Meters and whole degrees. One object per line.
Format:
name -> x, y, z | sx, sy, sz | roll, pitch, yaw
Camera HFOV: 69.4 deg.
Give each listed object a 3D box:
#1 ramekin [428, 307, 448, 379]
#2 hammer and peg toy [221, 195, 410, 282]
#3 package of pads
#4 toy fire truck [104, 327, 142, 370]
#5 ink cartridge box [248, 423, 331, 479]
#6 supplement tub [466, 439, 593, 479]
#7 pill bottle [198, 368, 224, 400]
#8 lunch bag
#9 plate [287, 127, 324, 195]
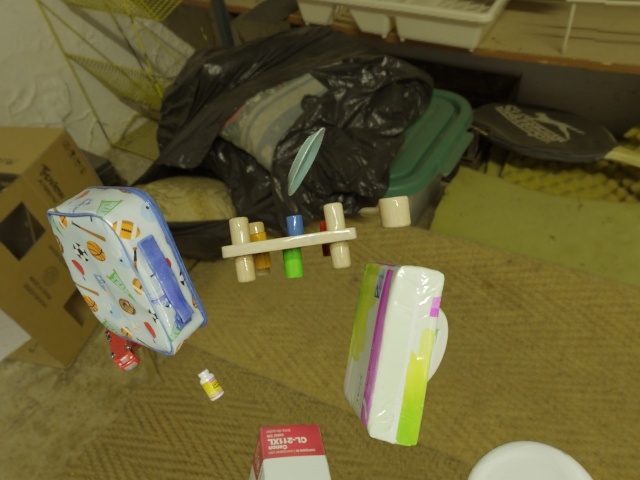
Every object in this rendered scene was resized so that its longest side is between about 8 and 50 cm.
ramekin -> 0.263, 0.311, 1.430 | 0.148, 0.303, 0.303 | 17, 49, 44
hammer and peg toy -> 0.000, 0.000, 0.965 | 0.361, 0.266, 0.127 | -8, 89, 1
package of pads -> 0.126, 0.192, 0.871 | 0.101, 0.229, 0.297 | 11, 87, -8
toy fire truck -> -0.495, 0.277, 1.191 | 0.047, 0.135, 0.192 | -32, 41, -14
ink cartridge box -> -0.030, 0.304, 0.477 | 0.072, 0.127, 0.175 | 5, 30, -15
supplement tub -> 0.366, 0.461, 0.701 | 0.193, 0.316, 0.194 | -30, 31, 21
pill bottle -> -0.311, 0.406, 1.305 | 0.043, 0.043, 0.083 | -33, 93, -22
lunch bag -> -0.324, 0.056, 0.803 | 0.243, 0.303, 0.115 | 4, 34, 35
plate -> -0.042, -0.199, 1.151 | 0.024, 0.188, 0.188 | 29, 52, 2
